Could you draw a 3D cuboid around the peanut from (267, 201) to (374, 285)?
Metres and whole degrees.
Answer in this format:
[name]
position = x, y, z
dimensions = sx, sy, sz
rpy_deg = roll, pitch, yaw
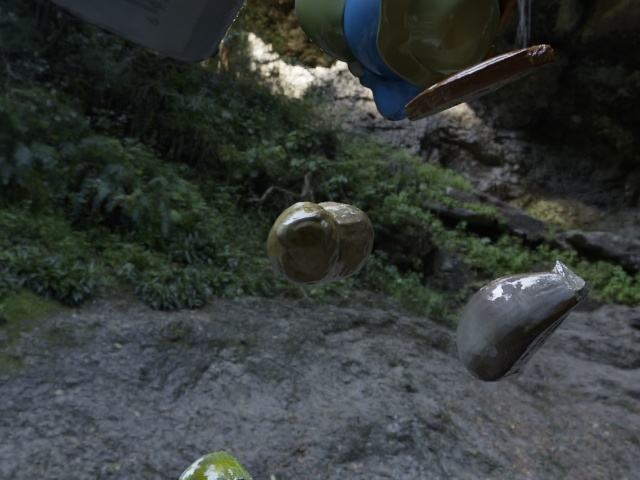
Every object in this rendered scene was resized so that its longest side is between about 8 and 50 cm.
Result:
[peanut]
position = 0.000, 0.000, 0.835
dimensions = 0.137, 0.122, 0.253
rpy_deg = -42, -15, 22

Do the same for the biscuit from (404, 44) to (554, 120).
[biscuit]
position = 0.112, -0.116, 0.421
dimensions = 0.102, 0.019, 0.130
rpy_deg = -22, 6, -5

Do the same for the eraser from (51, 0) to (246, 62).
[eraser]
position = -0.117, -0.248, 0.431
dimensions = 0.174, 0.081, 0.227
rpy_deg = 17, -27, -26

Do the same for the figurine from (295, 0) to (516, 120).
[figurine]
position = 0.076, -0.251, 0.592
dimensions = 0.180, 0.262, 0.154
rpy_deg = -42, -37, 9

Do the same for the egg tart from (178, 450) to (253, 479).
[egg tart]
position = -0.160, 0.436, 0.901
dimensions = 0.078, 0.197, 0.197
rpy_deg = -5, -14, 39

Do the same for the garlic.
[garlic]
position = 0.225, 0.117, 0.679
dimensions = 0.128, 0.090, 0.198
rpy_deg = -9, -46, -20
